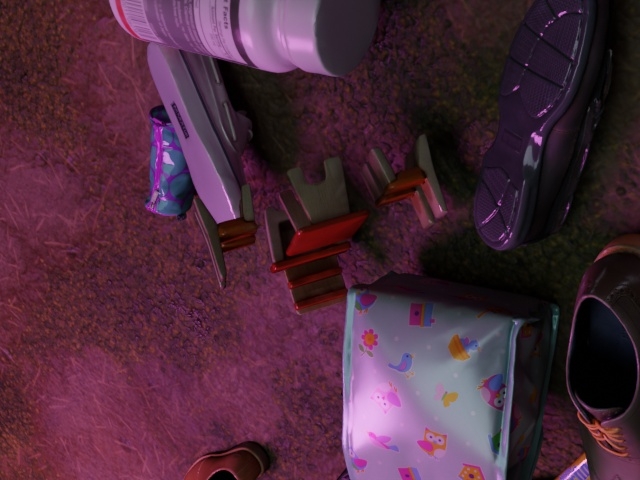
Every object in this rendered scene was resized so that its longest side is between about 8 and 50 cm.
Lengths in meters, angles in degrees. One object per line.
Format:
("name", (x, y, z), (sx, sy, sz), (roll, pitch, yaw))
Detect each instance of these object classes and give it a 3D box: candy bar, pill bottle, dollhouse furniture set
("candy bar", (0.313, 0.283, 1.379), (0.040, 0.018, 0.161), (43, 131, 11))
("pill bottle", (-0.085, -0.280, 1.287), (0.283, 0.161, 0.161), (18, 123, 29))
("dollhouse furniture set", (0.000, 0.000, 1.317), (0.259, 0.262, 0.135), (122, 131, -79))

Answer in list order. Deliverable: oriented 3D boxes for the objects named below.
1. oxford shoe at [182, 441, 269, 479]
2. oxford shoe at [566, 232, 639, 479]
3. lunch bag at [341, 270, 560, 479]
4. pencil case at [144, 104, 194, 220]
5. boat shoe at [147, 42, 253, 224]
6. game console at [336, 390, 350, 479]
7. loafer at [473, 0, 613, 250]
("oxford shoe", (-0.167, 0.371, 1.755), (0.076, 0.076, 0.212), (52, 135, 1))
("oxford shoe", (0.311, 0.178, 1.225), (0.130, 0.133, 0.363), (11, 121, 39))
("lunch bag", (0.144, 0.185, 1.328), (0.223, 0.160, 0.262), (9, 102, 27))
("pencil case", (-0.200, -0.105, 1.529), (0.064, 0.070, 0.151), (24, 125, 26))
("boat shoe", (-0.131, -0.138, 1.448), (0.267, 0.088, 0.096), (66, 156, -2))
("game console", (0.091, 0.296, 1.539), (0.213, 0.044, 0.361), (42, 130, 12))
("loafer", (0.242, -0.128, 1.184), (0.109, 0.095, 0.302), (52, 137, 46))
